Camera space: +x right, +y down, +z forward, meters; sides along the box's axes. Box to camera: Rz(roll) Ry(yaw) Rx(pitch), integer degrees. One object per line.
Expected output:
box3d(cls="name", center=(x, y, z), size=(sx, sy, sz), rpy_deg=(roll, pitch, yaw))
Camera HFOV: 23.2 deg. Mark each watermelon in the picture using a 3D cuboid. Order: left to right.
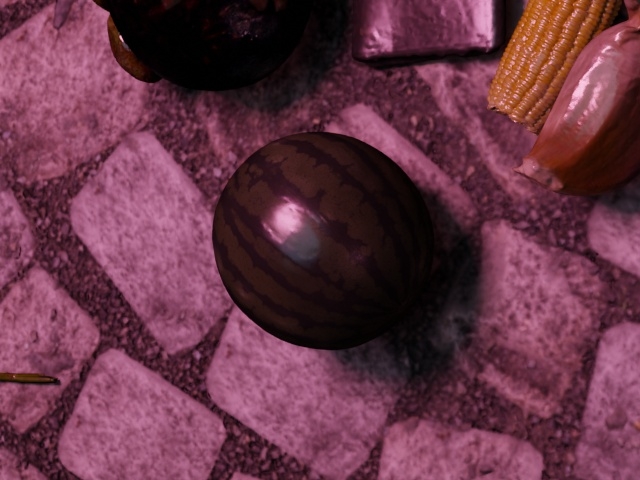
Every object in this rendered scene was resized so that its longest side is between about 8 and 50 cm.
box3d(cls="watermelon", center=(0.000, 0.000, 1.472), size=(0.212, 0.212, 0.212), rpy_deg=(-2, 86, 28))

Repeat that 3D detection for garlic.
box3d(cls="garlic", center=(0.258, -0.131, 1.388), size=(0.090, 0.128, 0.198), rpy_deg=(40, 108, 41))

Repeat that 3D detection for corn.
box3d(cls="corn", center=(0.217, -0.183, 1.450), size=(0.085, 0.063, 0.165), rpy_deg=(29, 101, 3))

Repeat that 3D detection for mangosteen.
box3d(cls="mangosteen", center=(-0.122, -0.254, 1.559), size=(0.243, 0.243, 0.243), rpy_deg=(-2, 86, 28))

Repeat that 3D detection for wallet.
box3d(cls="wallet", center=(0.109, -0.335, 1.531), size=(0.170, 0.044, 0.321), rpy_deg=(-1, 87, 31))

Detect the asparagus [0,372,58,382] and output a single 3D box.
box3d(cls="asparagus", center=(-0.363, 0.154, 1.761), size=(0.166, 0.013, 0.016), rpy_deg=(0, 128, 29))
